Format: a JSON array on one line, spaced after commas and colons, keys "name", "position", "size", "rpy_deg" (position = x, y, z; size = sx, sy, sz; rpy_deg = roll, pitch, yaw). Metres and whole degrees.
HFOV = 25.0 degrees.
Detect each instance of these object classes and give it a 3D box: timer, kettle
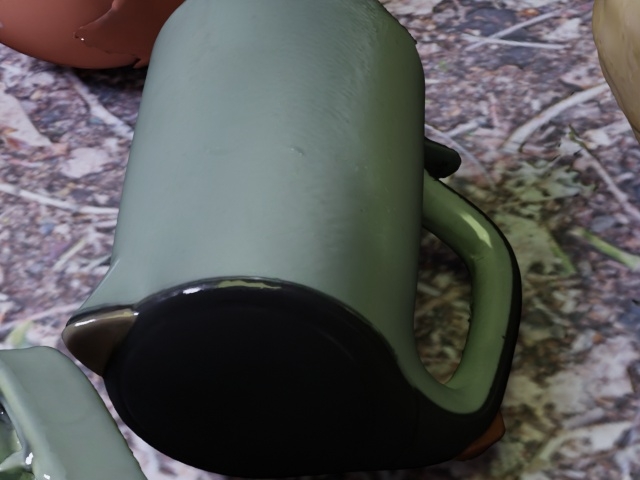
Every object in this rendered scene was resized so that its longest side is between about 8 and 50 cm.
[{"name": "timer", "position": [-0.163, -0.235, 1.006], "size": [0.214, 0.230, 0.229], "rpy_deg": [25, 50, 25]}, {"name": "kettle", "position": [0.000, 0.000, 0.768], "size": [0.240, 0.165, 0.255], "rpy_deg": [18, 39, -13]}]

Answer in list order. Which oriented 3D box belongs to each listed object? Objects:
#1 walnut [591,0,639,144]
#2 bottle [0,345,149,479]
[{"name": "walnut", "position": [0.320, -0.122, 0.704], "size": [0.381, 0.381, 0.381], "rpy_deg": [-5, 40, 4]}, {"name": "bottle", "position": [-0.179, 0.134, 0.556], "size": [0.351, 0.229, 0.229], "rpy_deg": [19, 44, 5]}]
